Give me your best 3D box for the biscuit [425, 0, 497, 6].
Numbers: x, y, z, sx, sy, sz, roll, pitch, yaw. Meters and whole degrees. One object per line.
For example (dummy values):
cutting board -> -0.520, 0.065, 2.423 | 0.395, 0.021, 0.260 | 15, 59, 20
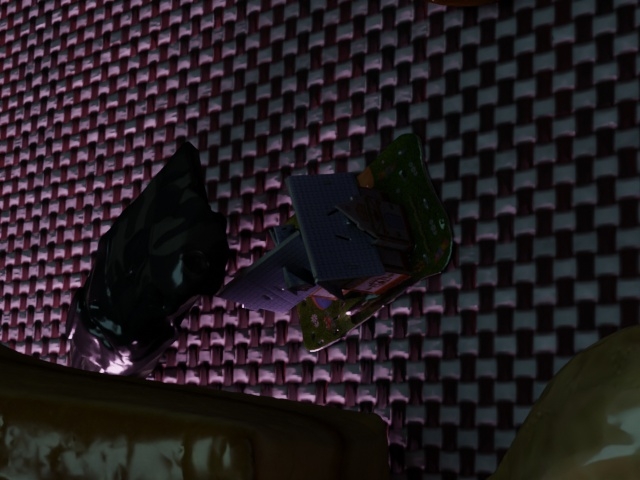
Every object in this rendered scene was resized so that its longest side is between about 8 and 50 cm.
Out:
biscuit -> 0.110, -0.263, 0.853 | 0.212, 0.036, 0.212 | -12, 73, 45

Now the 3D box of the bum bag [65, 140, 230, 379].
bum bag -> -0.149, 0.047, 0.979 | 0.340, 0.095, 0.144 | 126, 148, -53

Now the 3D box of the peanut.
peanut -> 0.141, 0.181, 0.672 | 0.147, 0.147, 0.305 | 51, 119, 38

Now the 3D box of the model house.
model house -> 0.000, 0.000, 0.881 | 0.167, 0.088, 0.117 | -34, 61, 37

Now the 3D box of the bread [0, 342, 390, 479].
bread -> -0.158, 0.199, 0.825 | 0.361, 0.233, 0.245 | 6, 87, 23
